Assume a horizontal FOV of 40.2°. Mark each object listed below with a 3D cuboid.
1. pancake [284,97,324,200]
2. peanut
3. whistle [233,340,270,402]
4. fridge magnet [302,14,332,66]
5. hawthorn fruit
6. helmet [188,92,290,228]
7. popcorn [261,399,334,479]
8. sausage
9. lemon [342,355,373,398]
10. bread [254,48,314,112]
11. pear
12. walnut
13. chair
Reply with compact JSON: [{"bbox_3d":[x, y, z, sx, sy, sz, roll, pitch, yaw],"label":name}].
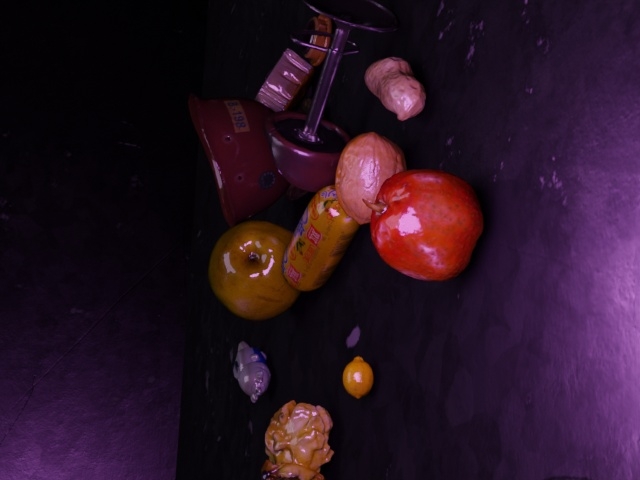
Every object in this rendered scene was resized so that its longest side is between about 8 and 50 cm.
[{"bbox_3d":[-0.043,-0.246,2.312,0.294,0.049,0.295,-173,90,-75],"label":"pancake"},{"bbox_3d":[0.143,-0.297,1.693,0.214,0.099,0.100,-107,31,-57],"label":"peanut"},{"bbox_3d":[-0.190,0.355,2.414,0.244,0.092,0.110,-123,43,-62],"label":"whistle"},{"bbox_3d":[-0.008,-0.532,2.308,0.143,0.063,0.143,-171,90,-69],"label":"fridge magnet"},{"bbox_3d":[0.151,-0.029,1.369,0.179,0.200,0.179,-169,90,-67],"label":"hawthorn fruit"},{"bbox_3d":[-0.185,-0.235,2.263,0.338,0.230,0.385,80,170,-47],"label":"helmet"},{"bbox_3d":[-0.040,0.443,1.850,0.168,0.173,0.195,-39,30,26],"label":"popcorn"},{"bbox_3d":[0.000,0.000,1.941,0.347,0.123,0.123,119,153,-46],"label":"sausage"},{"bbox_3d":[0.073,0.265,1.692,0.062,0.062,0.083,143,134,-65],"label":"lemon"},{"bbox_3d":[-0.104,-0.400,2.389,0.192,0.109,0.210,-58,3,-21],"label":"bread"},{"bbox_3d":[-0.151,0.075,2.173,0.307,0.252,0.253,61,-145,-80],"label":"pear"},{"bbox_3d":[0.097,-0.119,1.685,0.144,0.144,0.180,-146,63,-70],"label":"walnut"},{"bbox_3d":[0.005,-0.327,1.917,0.227,0.226,0.401,-108,31,-54],"label":"chair"}]
